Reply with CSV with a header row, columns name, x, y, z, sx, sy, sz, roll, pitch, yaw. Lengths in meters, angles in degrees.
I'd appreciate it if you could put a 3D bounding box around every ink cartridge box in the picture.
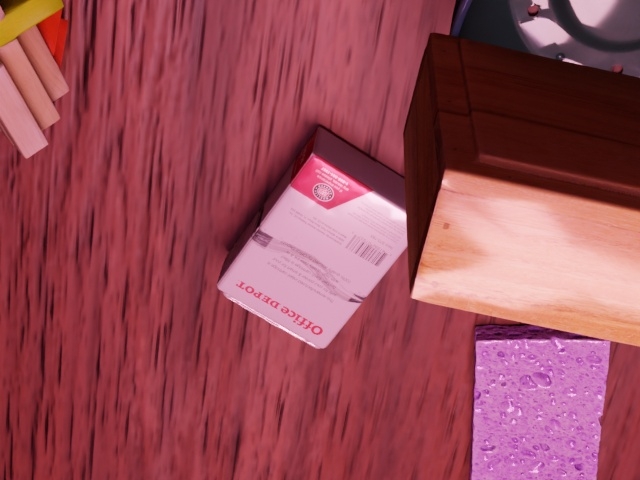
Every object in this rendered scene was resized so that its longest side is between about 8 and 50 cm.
name,x,y,z,sx,sy,sz,roll,pitch,yaw
ink cartridge box,0.000,0.000,0.985,0.109,0.063,0.150,31,116,-13

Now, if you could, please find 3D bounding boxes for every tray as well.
name,x,y,z,sx,sy,sz,roll,pitch,yaw
tray,0.252,-0.007,0.619,0.411,0.203,0.076,12,117,-3

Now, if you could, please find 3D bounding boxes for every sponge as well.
name,x,y,z,sx,sy,sz,roll,pitch,yaw
sponge,0.195,0.171,1.083,0.117,0.031,0.210,0,118,4

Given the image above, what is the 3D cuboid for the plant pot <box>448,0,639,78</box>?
name,x,y,z,sx,sy,sz,roll,pitch,yaw
plant pot,0.222,-0.142,0.797,0.293,0.235,0.293,1,118,2

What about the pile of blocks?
name,x,y,z,sx,sy,sz,roll,pitch,yaw
pile of blocks,-0.264,-0.238,0.831,0.112,0.149,0.362,-37,117,-14
